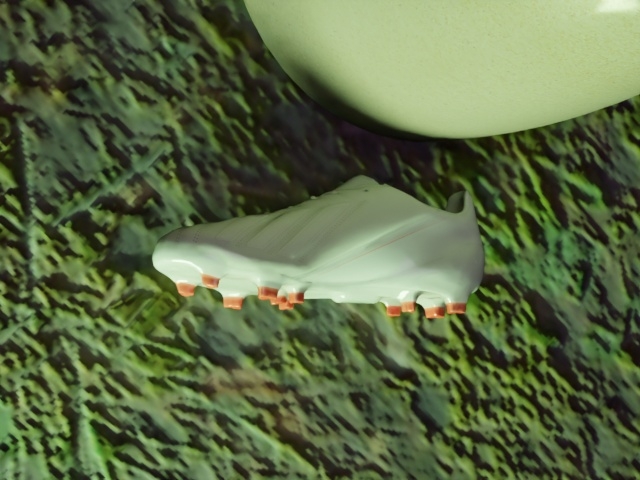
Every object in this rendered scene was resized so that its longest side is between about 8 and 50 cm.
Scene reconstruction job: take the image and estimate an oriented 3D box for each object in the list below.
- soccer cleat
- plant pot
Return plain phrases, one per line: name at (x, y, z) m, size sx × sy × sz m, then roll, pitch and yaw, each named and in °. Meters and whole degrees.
soccer cleat at (0.000, 0.000, 0.977) m, size 0.196 × 0.068 × 0.076 m, roll 5°, pitch 80°, yaw -25°
plant pot at (0.121, -0.165, 0.888) m, size 0.256 × 0.274 × 0.256 m, roll -4°, pitch 99°, yaw -23°
